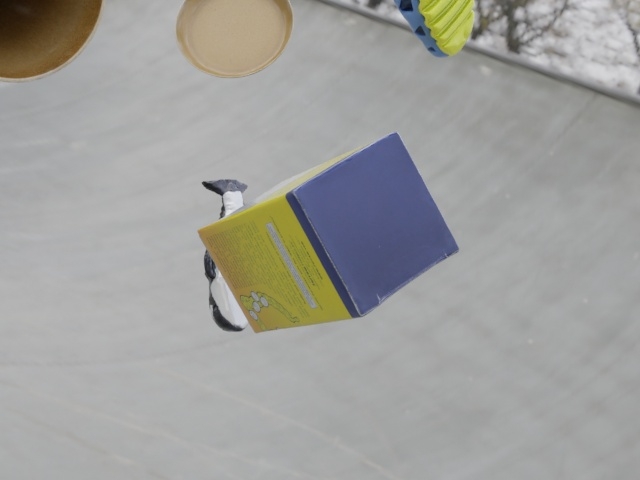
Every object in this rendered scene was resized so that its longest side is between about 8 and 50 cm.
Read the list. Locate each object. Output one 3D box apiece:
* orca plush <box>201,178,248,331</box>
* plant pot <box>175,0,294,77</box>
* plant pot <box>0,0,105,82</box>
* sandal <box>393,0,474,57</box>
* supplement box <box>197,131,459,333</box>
[{"bbox_3d":[-0.186,0.033,1.877,0.102,0.287,0.151,-22,-14,36],"label":"orca plush"},{"bbox_3d":[-0.168,-0.420,2.063,0.236,0.236,0.032,24,-16,13],"label":"plant pot"},{"bbox_3d":[-0.447,-0.352,1.385,0.237,0.237,0.254,15,8,-42],"label":"plant pot"},{"bbox_3d":[0.137,-0.438,1.682,0.138,0.126,0.317,-8,-64,52],"label":"sandal"},{"bbox_3d":[0.000,0.000,1.543,0.195,0.194,0.356,61,-28,-6],"label":"supplement box"}]
